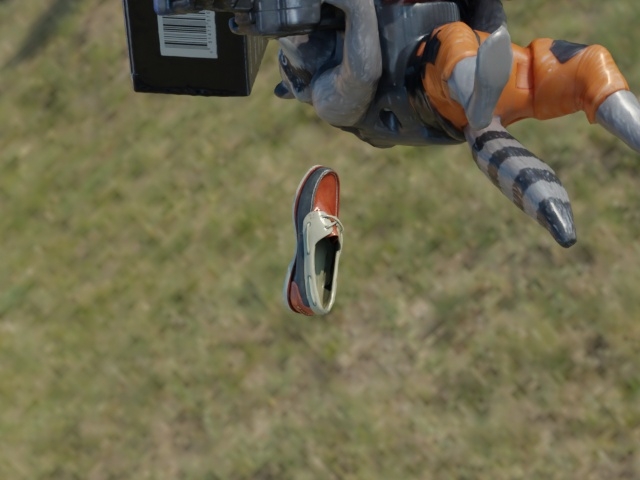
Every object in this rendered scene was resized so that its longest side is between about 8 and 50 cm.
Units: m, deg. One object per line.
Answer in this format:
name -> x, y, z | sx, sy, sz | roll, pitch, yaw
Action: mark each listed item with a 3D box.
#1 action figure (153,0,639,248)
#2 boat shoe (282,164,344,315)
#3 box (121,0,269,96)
action figure -> 0.053, -0.111, 1.274 | 0.341, 0.178, 0.330 | -6, 15, -32
boat shoe -> 0.000, 0.000, 1.610 | 0.043, 0.049, 0.137 | 0, 77, 49
box -> -0.099, -0.243, 1.599 | 0.108, 0.153, 0.207 | 3, 35, 8
